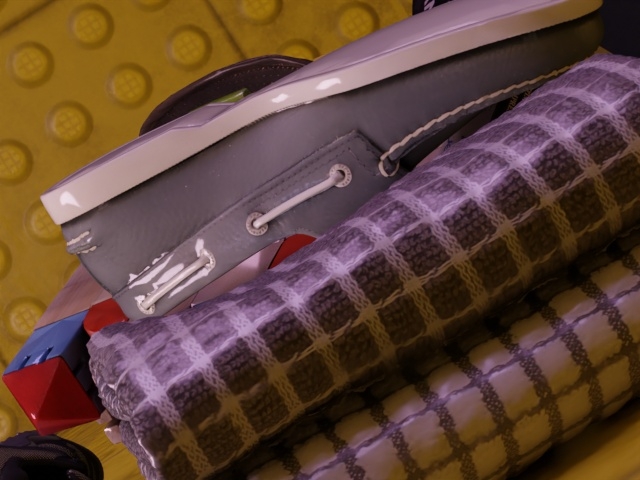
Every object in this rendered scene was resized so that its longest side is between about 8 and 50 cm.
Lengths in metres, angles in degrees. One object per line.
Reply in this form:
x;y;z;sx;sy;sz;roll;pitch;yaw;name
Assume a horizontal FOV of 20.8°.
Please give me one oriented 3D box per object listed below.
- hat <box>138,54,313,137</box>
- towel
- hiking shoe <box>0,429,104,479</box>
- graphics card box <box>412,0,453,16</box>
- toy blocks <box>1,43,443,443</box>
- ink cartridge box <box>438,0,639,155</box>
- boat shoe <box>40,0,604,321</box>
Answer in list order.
0.000;0.000;1.293;0.331;0.331;0.134;-30;40;60;hat
0.025;0.036;0.704;0.235;0.121;0.284;-32;1;-11;towel
-0.220;0.203;1.380;0.227;0.114;0.086;15;-87;-67;hiking shoe
0.267;-0.196;1.304;0.233;0.094;0.371;19;-30;-32;graphics card box
-0.035;0.044;1.044;0.381;0.190;0.261;-20;23;28;toy blocks
0.136;-0.089;0.926;0.046;0.097;0.207;-2;63;65;ink cartridge box
0.008;-0.042;0.892;0.319;0.099;0.116;-21;11;23;boat shoe
